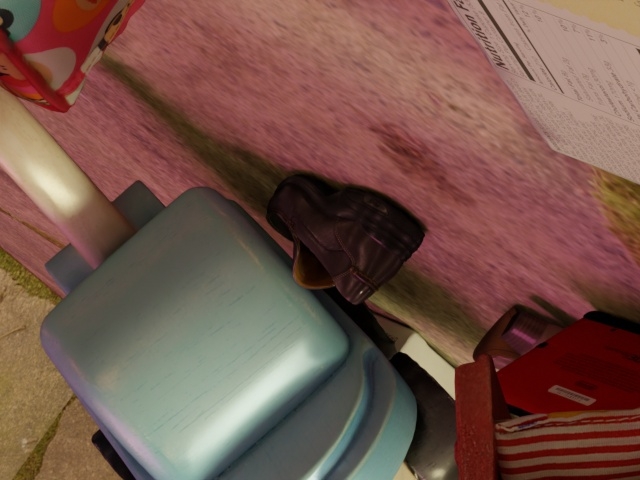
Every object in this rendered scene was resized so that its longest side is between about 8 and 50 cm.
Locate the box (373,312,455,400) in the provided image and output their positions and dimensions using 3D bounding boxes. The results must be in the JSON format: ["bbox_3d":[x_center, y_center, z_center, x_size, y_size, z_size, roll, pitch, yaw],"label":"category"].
[{"bbox_3d":[0.050,0.148,1.492,0.181,0.119,0.182,41,169,-32],"label":"box"}]

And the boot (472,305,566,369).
[{"bbox_3d":[0.142,0.077,1.080,0.087,0.042,0.118,33,171,-1],"label":"boot"}]

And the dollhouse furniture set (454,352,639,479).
[{"bbox_3d":[0.182,0.165,0.785,0.201,0.152,0.374,-5,159,11],"label":"dollhouse furniture set"}]

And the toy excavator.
[{"bbox_3d":[-0.130,0.013,1.237,0.433,0.222,0.445,45,173,46],"label":"toy excavator"}]

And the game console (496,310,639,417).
[{"bbox_3d":[0.176,0.093,0.928,0.144,0.124,0.085,16,132,61],"label":"game console"}]

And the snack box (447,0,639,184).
[{"bbox_3d":[0.079,-0.095,0.407,0.187,0.060,0.322,27,167,39],"label":"snack box"}]

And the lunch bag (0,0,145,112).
[{"bbox_3d":[-0.191,-0.183,0.719,0.258,0.120,0.293,35,171,6],"label":"lunch bag"}]

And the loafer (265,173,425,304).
[{"bbox_3d":[0.000,0.000,1.123,0.062,0.061,0.170,37,171,-19],"label":"loafer"}]
